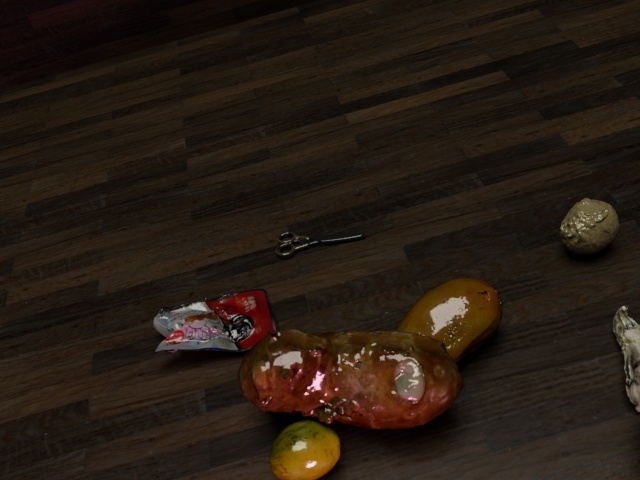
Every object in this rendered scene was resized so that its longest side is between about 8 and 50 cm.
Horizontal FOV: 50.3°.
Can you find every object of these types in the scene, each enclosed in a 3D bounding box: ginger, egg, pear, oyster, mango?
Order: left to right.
[{"bbox_3d":[-0.030,0.371,1.199,0.131,0.107,0.107,-12,41,-7],"label":"pear"},{"bbox_3d":[0.036,0.245,1.217,0.418,0.254,0.176,3,89,26],"label":"ginger"},{"bbox_3d":[0.241,0.168,1.328,0.248,0.151,0.156,-38,2,-6],"label":"mango"},{"bbox_3d":[0.571,-0.030,1.450,0.140,0.116,0.118,-33,17,-25],"label":"egg"},{"bbox_3d":[0.581,0.222,1.233,0.106,0.061,0.200,18,51,9],"label":"oyster"}]

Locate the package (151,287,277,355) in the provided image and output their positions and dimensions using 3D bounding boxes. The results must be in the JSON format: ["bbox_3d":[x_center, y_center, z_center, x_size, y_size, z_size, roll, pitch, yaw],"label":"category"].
[{"bbox_3d":[-0.236,0.187,1.499,0.269,0.071,0.194,-8,43,-11],"label":"package"}]

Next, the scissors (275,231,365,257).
[{"bbox_3d":[0.000,0.000,1.662,0.220,0.017,0.088,-8,39,9],"label":"scissors"}]
